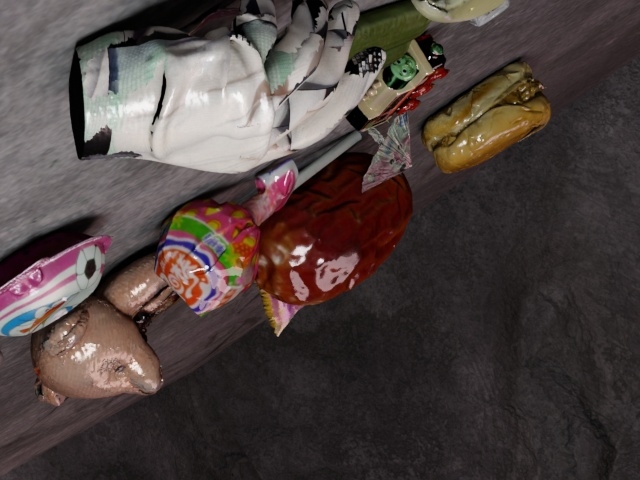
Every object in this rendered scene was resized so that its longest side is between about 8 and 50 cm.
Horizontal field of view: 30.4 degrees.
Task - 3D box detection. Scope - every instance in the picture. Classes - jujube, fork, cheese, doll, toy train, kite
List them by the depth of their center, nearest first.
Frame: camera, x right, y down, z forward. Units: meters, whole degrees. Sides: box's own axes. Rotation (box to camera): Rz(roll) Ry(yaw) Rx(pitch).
[{"bbox_3d":[-0.097,-0.131,0.778,0.115,0.012,0.016,-27,170,-7],"label":"fork"},{"bbox_3d":[0.145,-0.228,1.063,0.127,0.049,0.235,-36,172,7],"label":"cheese"},{"bbox_3d":[-0.259,0.045,1.132,0.155,0.062,0.244,-34,175,-5],"label":"cheese"},{"bbox_3d":[0.079,-0.167,1.252,0.087,0.050,0.138,-26,172,-28],"label":"toy train"},{"bbox_3d":[-0.209,0.097,1.440,0.303,0.156,0.201,-35,170,-28],"label":"doll"},{"bbox_3d":[0.081,-0.123,1.499,0.157,0.011,0.139,36,76,-51],"label":"kite"},{"bbox_3d":[0.014,-0.018,1.563,0.250,0.174,0.174,-28,173,-35],"label":"jujube"}]

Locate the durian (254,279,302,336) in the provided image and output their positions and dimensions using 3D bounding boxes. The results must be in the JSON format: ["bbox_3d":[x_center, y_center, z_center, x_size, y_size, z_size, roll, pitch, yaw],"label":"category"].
[{"bbox_3d":[-0.008,-0.013,1.748,0.261,0.153,0.186,-30,153,-1],"label":"durian"}]

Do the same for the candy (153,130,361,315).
[{"bbox_3d":[-0.055,-0.046,1.402,0.365,0.124,0.124,-39,180,-41],"label":"candy"}]

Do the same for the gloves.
[{"bbox_3d":[-0.050,-0.097,0.752,0.212,0.111,0.127,-6,136,-18],"label":"gloves"}]

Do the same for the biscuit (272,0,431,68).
[{"bbox_3d":[-0.012,-0.144,1.001,0.322,0.038,0.099,-27,169,-44],"label":"biscuit"}]

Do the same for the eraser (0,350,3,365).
[{"bbox_3d":[-0.418,0.166,1.284,0.204,0.059,0.243,-29,178,-33],"label":"eraser"}]

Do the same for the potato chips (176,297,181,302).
[{"bbox_3d":[-0.241,0.085,1.678,0.202,0.049,0.150,-37,-179,-17],"label":"potato chips"}]

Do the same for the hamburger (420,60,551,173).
[{"bbox_3d":[0.258,-0.188,1.837,0.214,0.108,0.214,-28,175,-3],"label":"hamburger"}]
